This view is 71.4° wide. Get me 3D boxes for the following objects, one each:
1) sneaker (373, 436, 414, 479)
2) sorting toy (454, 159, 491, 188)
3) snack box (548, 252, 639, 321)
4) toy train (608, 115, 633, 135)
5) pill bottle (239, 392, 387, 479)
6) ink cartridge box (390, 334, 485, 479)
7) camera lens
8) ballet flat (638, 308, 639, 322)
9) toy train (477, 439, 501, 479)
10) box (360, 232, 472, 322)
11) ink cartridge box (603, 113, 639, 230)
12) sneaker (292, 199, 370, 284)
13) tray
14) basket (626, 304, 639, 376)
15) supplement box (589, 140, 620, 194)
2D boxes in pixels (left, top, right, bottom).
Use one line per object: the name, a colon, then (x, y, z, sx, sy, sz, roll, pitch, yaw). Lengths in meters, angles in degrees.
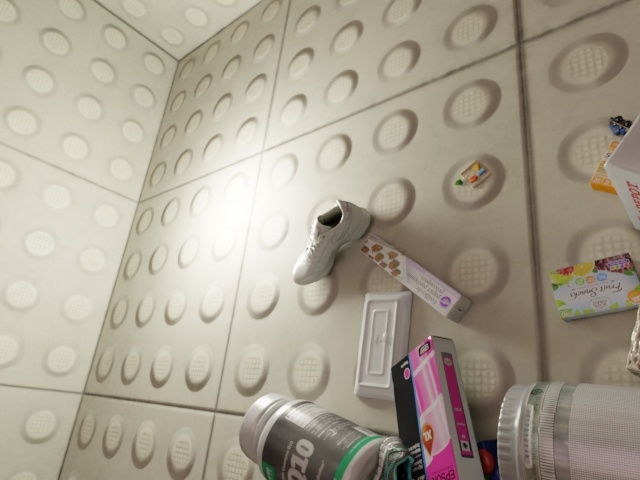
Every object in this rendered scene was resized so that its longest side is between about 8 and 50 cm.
sneaker: (0.140, 0.474, 0.859, 0.076, 0.065, 0.166, 175, 106, -69)
sorting toy: (0.381, -0.160, 1.127, 0.083, 0.012, 0.062, -43, 47, 18)
snack box: (0.525, 0.092, 0.849, 0.141, 0.037, 0.100, -22, 57, 34)
toy train: (0.647, -0.206, 0.896, 0.036, 0.027, 0.158, -56, 43, 22)
pill bottle: (-0.014, 0.494, 1.027, 0.361, 0.204, 0.204, 6, 74, 45)
ink cartridge box: (0.224, 0.391, 0.870, 0.175, 0.069, 0.370, 123, 153, -44)
camera lens: (0.441, 0.332, 0.674, 0.275, 0.219, 0.219, -9, 64, 40)
ballet flat: (0.563, 0.174, 0.547, 0.116, 0.124, 0.342, -47, 47, 13)
toy train: (0.321, 0.505, 0.793, 0.143, 0.105, 0.247, -48, 44, 28)
box: (0.226, 0.084, 1.111, 0.063, 0.067, 0.324, -56, 43, 6)
ink cartridge box: (0.657, -0.046, 0.617, 0.166, 0.286, 0.395, -56, 43, 7)
sneaker: (0.000, 0.000, 1.300, 0.305, 0.152, 0.114, -50, 47, 14)
tray: (0.151, 0.257, 1.119, 0.145, 0.030, 0.270, -8, 65, 39)
basket: (0.575, 0.157, 0.717, 0.103, 0.113, 0.167, 8, 75, 47)
supplement box: (0.601, -0.146, 0.899, 0.062, 0.036, 0.098, 27, 88, 46)
